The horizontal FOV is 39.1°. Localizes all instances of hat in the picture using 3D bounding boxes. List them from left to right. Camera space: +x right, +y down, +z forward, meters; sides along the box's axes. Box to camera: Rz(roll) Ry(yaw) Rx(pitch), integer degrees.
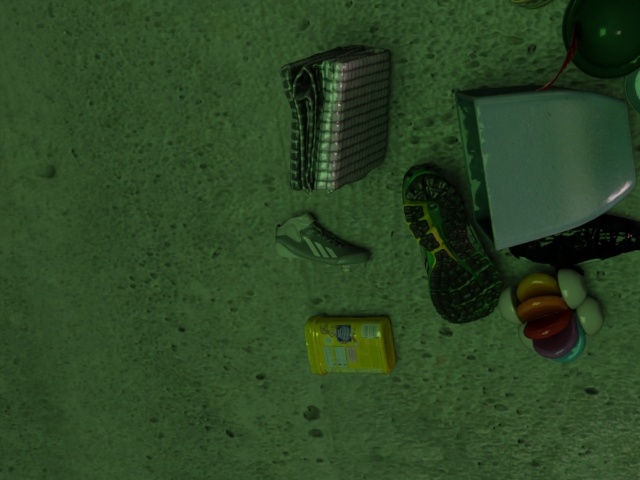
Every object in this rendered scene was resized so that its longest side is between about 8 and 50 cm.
[{"bbox_3d":[0.429,-0.346,1.413,0.173,0.183,0.209,-20,75,36],"label":"hat"}]

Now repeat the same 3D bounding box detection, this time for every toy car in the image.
[{"bbox_3d":[0.421,0.149,1.638,0.159,0.136,0.182,-23,123,28],"label":"toy car"}]

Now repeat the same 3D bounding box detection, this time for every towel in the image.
[{"bbox_3d":[0.029,-0.221,1.616,0.121,0.283,0.235,11,111,21],"label":"towel"}]

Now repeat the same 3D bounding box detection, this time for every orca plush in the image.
[{"bbox_3d":[0.471,0.017,1.605,0.287,0.102,0.151,15,113,19],"label":"orca plush"}]

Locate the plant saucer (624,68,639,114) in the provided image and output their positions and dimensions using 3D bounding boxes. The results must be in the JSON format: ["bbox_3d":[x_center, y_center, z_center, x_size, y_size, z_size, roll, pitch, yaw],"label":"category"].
[{"bbox_3d":[0.572,-0.261,1.509,0.119,0.021,0.119,8,110,22],"label":"plant saucer"}]

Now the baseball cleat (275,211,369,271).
[{"bbox_3d":[0.000,0.000,1.829,0.205,0.072,0.110,4,103,19],"label":"baseball cleat"}]

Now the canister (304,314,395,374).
[{"bbox_3d":[0.063,0.218,1.876,0.169,0.073,0.126,-3,107,23],"label":"canister"}]

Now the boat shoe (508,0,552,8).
[{"bbox_3d":[0.427,-0.476,1.459,0.285,0.089,0.105,-41,88,29],"label":"boat shoe"}]

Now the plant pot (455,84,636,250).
[{"bbox_3d":[0.380,-0.143,1.512,0.252,0.248,0.247,-9,101,4],"label":"plant pot"}]

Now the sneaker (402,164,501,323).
[{"bbox_3d":[0.247,0.006,1.699,0.134,0.146,0.344,-17,116,8],"label":"sneaker"}]
